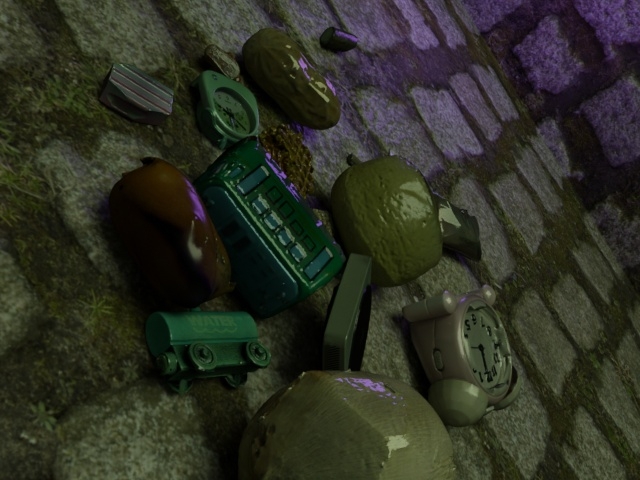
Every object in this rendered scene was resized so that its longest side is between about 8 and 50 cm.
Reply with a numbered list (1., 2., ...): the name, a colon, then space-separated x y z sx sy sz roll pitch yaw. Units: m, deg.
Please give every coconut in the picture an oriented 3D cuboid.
1. coconut: 0.035 0.382 1.161 0.360 0.346 0.346 17 52 -54

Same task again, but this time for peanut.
1. peanut: -0.069 -0.405 1.791 0.313 0.152 0.152 47 36 -20

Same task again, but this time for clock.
1. clock: -0.215 -0.279 1.588 0.159 0.066 0.210 20 51 -42
2. clock: 0.373 0.295 1.790 0.342 0.184 0.325 -5 73 -47

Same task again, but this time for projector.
1. projector: 0.048 0.197 1.437 0.259 0.079 0.257 -69 164 -49

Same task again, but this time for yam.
1. yam: 0.059 -0.629 2.191 0.146 0.070 0.069 2 63 -51

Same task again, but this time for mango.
1. mango: -0.263 -0.013 1.228 0.153 0.201 0.287 -26 74 -36

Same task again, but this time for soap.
1. soap: -0.375 -0.295 1.411 0.149 0.056 0.100 29 43 -36

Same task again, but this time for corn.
1. corn: 0.000 0.000 1.627 0.087 0.087 0.210 31 44 -34

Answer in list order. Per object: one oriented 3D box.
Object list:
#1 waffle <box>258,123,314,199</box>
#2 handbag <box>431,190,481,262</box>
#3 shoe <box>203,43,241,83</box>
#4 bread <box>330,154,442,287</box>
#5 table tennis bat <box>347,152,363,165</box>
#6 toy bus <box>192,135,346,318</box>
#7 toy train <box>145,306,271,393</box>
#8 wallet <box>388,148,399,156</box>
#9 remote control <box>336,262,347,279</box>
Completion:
1. waffle: -0.079 -0.179 1.639 0.193 0.070 0.197 70 26 -15
2. handbag: 0.408 -0.040 2.133 0.270 0.117 0.182 19 64 -43
3. shoe: -0.234 -0.423 1.670 0.109 0.069 0.072 27 81 -21
4. bread: 0.154 -0.045 1.707 0.320 0.237 0.320 163 -90 -88
5. table tennis bat: 0.168 -0.171 2.018 0.246 0.022 0.138 36 41 -31
6. toy bus: -0.127 -0.016 1.399 0.343 0.183 0.199 52 37 -7
7. toy train: -0.199 0.185 1.243 0.248 0.101 0.159 6 47 -50
8. wallet: 0.245 -0.250 2.179 0.083 0.011 0.044 36 41 -30
9. remote control: 0.081 0.086 1.719 0.124 0.018 0.053 26 45 -39
